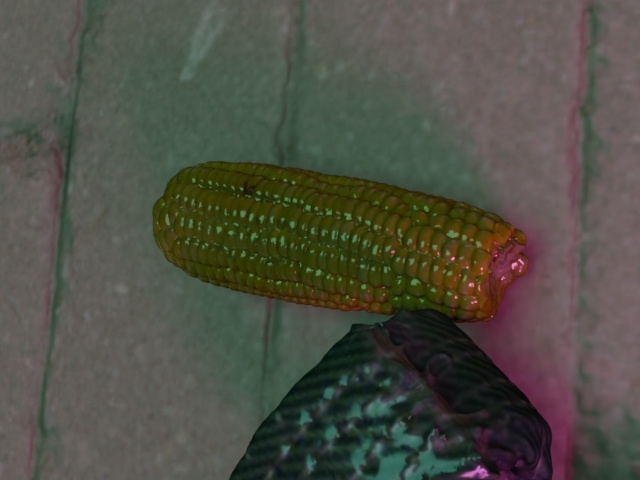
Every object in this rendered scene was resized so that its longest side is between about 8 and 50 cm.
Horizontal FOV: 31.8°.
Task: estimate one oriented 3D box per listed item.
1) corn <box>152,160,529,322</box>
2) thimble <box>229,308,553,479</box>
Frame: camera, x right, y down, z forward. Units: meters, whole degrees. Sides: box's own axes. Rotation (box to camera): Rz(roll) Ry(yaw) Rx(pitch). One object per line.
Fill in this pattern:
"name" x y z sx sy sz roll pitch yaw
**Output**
"corn" 0.000 0.000 0.551 0.206 0.067 0.067 11 87 32
"thimble" 0.031 0.103 0.476 0.090 0.118 0.135 45 116 28
